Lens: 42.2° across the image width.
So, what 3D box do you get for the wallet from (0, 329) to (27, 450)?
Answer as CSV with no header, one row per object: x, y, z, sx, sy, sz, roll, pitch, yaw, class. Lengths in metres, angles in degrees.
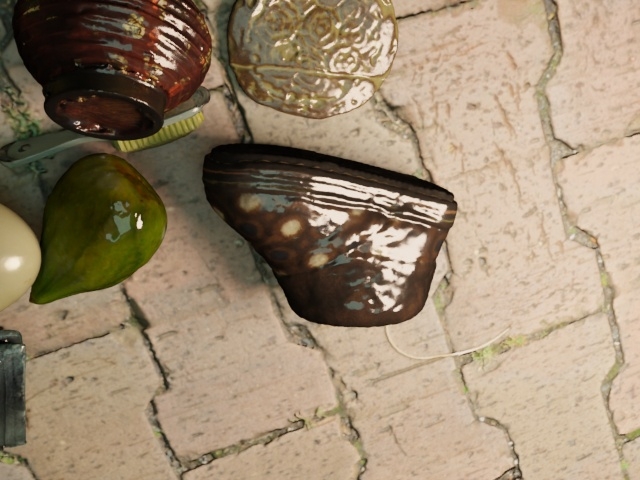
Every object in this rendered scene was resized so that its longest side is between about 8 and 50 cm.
-0.587,0.222,1.145,0.342,0.075,0.237,-3,130,-21,wallet

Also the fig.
-0.296,-0.008,1.129,0.167,0.167,0.233,14,128,-18,fig

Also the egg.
-0.486,0.022,1.064,0.254,0.188,0.188,-4,110,4,egg

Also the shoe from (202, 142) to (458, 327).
0.000,0.000,1.190,0.384,0.171,0.237,10,102,-24,shoe

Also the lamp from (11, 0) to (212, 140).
-0.254,-0.249,1.023,0.247,0.247,0.246,-4,109,-12,lamp

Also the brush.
-0.288,-0.140,1.140,0.297,0.068,0.060,-16,133,-4,brush

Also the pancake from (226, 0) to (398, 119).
-0.006,-0.291,1.164,0.250,0.031,0.250,-4,110,-12,pancake
